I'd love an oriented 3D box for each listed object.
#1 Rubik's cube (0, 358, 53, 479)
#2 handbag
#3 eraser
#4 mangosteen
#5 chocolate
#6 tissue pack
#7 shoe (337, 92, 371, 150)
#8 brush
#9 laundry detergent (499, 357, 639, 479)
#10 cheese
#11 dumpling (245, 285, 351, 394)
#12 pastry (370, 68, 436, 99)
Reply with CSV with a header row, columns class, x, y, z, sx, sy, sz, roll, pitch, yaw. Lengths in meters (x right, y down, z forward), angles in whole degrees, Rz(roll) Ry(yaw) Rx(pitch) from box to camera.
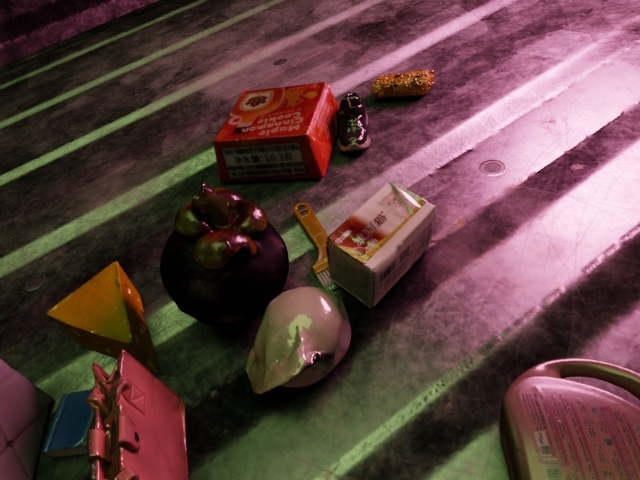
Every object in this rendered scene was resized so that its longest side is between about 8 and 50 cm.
class,x,y,z,sx,sy,sz,roll,pitch,yaw
Rubik's cube,-0.507,0.261,0.548,0.225,0.231,0.221,-19,42,0
handbag,-0.197,0.243,0.516,0.059,0.157,0.212,-22,43,-5
eraser,-0.338,0.252,0.647,0.063,0.027,0.084,-10,44,6
mangosteen,-0.138,0.013,0.681,0.194,0.230,0.194,4,35,-3
chocolate,-0.090,-0.236,1.010,0.238,0.108,0.234,2,48,17
tissue pack,0.089,0.004,0.701,0.099,0.106,0.149,34,62,26
shoe,0.067,-0.263,0.992,0.071,0.099,0.169,-4,45,10
brush,0.000,0.000,0.806,0.083,0.010,0.218,-25,46,-9
laundry detergent,0.308,0.194,0.469,0.237,0.076,0.171,-8,44,9
cheese,-0.303,0.133,0.710,0.171,0.093,0.126,27,56,36
dumpling,-0.037,0.130,0.640,0.150,0.092,0.176,-13,50,25
pastry,0.191,-0.362,1.088,0.140,0.056,0.080,3,39,29
